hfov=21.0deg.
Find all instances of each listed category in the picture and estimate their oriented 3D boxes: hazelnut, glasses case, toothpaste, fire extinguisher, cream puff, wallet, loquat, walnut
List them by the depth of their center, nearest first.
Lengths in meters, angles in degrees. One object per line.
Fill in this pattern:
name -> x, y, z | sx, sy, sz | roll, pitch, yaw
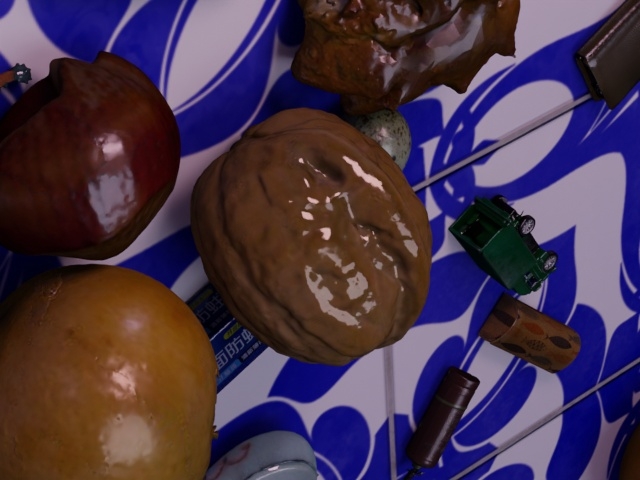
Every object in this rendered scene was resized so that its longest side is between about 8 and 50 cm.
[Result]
hazelnut -> -0.209, -0.069, 1.527 | 0.170, 0.160, 0.202 | -60, -177, 33
loquat -> -0.216, 0.147, 1.570 | 0.263, 0.263, 0.263 | -24, 132, -31
walnut -> 0.000, 0.000, 1.679 | 0.224, 0.257, 0.257 | -50, 147, -44
cream puff -> 0.089, -0.247, 1.684 | 0.241, 0.155, 0.269 | -14, 133, -31
toothpaste -> -0.190, 0.174, 1.769 | 0.320, 0.066, 0.076 | -44, 139, -13
wallet -> 0.387, -0.255, 2.051 | 0.198, 0.031, 0.110 | -47, 140, -9
fire extinguisher -> 0.148, 0.235, 2.157 | 0.157, 0.045, 0.078 | -64, 161, 10
glasses case -> 0.271, 0.123, 2.198 | 0.170, 0.041, 0.065 | 27, 98, -50

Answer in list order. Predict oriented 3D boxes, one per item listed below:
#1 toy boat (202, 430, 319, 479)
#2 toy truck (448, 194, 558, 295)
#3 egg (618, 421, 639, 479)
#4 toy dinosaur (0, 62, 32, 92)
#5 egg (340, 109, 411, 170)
toy boat -> -0.094, 0.293, 1.954 | 0.208, 0.079, 0.134 | -46, 133, 7
toy truck -> 0.224, 0.007, 2.052 | 0.079, 0.065, 0.147 | -48, 140, -3
egg -> 0.588, 0.324, 2.458 | 0.351, 0.282, 0.283 | -26, 133, -24
toy dinosaur -> -0.305, -0.113, 1.466 | 0.154, 0.049, 0.055 | -37, 148, -34
egg -> 0.049, -0.093, 1.797 | 0.085, 0.085, 0.110 | -12, 133, -38
